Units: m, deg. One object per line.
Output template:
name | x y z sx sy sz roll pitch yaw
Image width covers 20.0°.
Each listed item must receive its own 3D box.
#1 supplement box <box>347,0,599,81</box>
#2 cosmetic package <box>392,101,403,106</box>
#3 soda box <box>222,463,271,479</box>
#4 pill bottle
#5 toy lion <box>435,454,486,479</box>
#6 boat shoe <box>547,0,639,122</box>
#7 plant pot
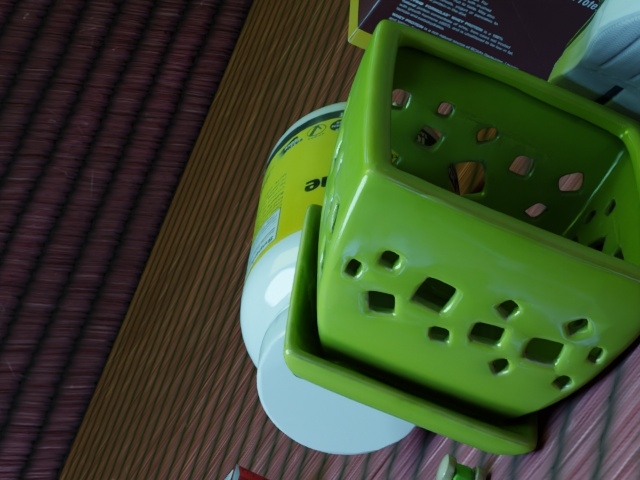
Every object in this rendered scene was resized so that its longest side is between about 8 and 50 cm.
supplement box | 0.155 -0.245 1.616 0.194 0.191 0.129 -51 24 42
cosmetic package | 0.086 -0.101 1.972 0.060 0.041 0.115 -57 13 20
soda box | -0.106 0.327 1.730 0.263 0.092 0.083 -51 17 41
pill bottle | 0.029 0.030 1.588 0.188 0.188 0.334 -56 15 29
toy lion | 0.088 0.214 1.336 0.100 0.034 0.096 -83 16 -57
boat shoe | 0.246 -0.166 1.271 0.119 0.121 0.335 -68 11 -10
plant pot | 0.097 0.009 1.294 0.227 0.228 0.207 -82 17 -56
